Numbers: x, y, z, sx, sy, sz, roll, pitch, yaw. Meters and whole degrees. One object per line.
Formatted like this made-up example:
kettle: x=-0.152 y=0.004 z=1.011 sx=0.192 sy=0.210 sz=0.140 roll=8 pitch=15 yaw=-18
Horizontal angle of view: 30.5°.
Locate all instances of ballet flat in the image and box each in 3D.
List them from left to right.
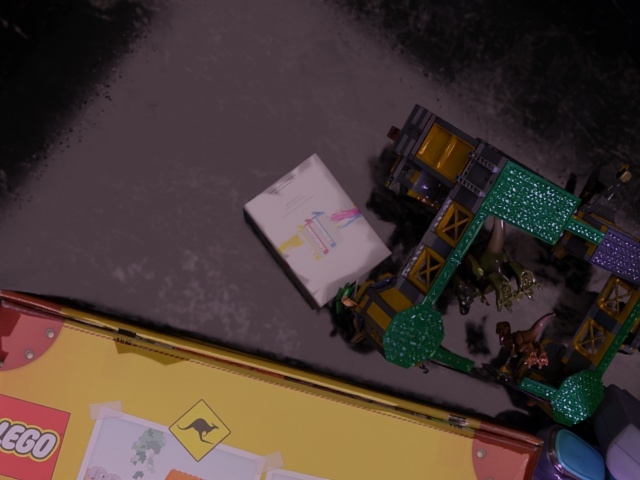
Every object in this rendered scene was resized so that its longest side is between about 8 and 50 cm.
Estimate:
ballet flat: x=0.267 y=0.239 z=1.169 sx=0.203 sy=0.074 sz=0.074 roll=33 pitch=84 yaw=-31

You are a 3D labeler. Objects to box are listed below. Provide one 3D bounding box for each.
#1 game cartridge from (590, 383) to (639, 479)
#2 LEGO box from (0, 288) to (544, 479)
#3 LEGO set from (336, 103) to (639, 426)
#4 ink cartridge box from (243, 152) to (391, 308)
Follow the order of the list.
game cartridge: x=0.383 y=0.261 z=1.116 sx=0.294 sy=0.196 sz=0.060 roll=39 pitch=97 yaw=1
LEGO box: x=-0.094 y=0.289 z=1.091 sx=0.500 sy=0.193 sz=0.372 roll=16 pitch=86 yaw=-2
LEGO set: x=0.160 y=0.018 z=1.130 sx=0.331 sy=0.192 sz=0.255 roll=14 pitch=107 yaw=-31
ink cartridge box: x=0.000 y=0.000 z=1.167 sx=0.090 sy=0.092 sz=0.143 roll=-37 pitch=90 yaw=-5
